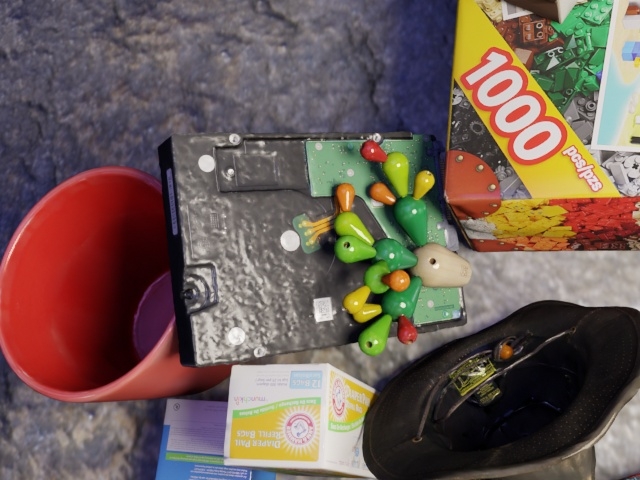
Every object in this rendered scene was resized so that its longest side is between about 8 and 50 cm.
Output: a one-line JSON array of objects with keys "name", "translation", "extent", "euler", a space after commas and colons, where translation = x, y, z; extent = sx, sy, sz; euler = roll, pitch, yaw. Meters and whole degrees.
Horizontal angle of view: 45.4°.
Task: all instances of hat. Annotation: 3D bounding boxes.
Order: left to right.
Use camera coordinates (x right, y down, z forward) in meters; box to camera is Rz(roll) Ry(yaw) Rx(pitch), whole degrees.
[{"name": "hat", "translation": [0.198, 0.190, 0.767], "extent": [0.331, 0.331, 0.134], "euler": [-27, 99, 11]}]

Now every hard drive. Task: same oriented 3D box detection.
[{"name": "hard drive", "translation": [0.000, 0.000, 0.847], "extent": [0.064, 0.338, 0.237], "euler": [-14, 82, 62]}]

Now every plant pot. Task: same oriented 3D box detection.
[{"name": "plant pot", "translation": [-0.220, 0.080, 0.957], "extent": [0.274, 0.243, 0.275], "euler": [-7, 68, 19]}]

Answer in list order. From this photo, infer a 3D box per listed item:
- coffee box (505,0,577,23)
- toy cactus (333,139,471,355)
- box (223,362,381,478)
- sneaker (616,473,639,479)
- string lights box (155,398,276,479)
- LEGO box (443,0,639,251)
[{"name": "coffee box", "translation": [0.257, -0.399, 0.793], "extent": [0.168, 0.119, 0.297], "euler": [33, 85, 28]}, {"name": "toy cactus", "translation": [0.096, 0.014, 0.814], "extent": [0.112, 0.180, 0.219], "euler": [-21, 63, 49]}, {"name": "box", "translation": [-0.011, 0.205, 0.849], "extent": [0.114, 0.203, 0.103], "euler": [-5, 69, 20]}, {"name": "sneaker", "translation": [0.308, 0.278, 0.737], "extent": [0.261, 0.125, 0.104], "euler": [-25, 65, 12]}, {"name": "string lights box", "translation": [-0.132, 0.329, 0.924], "extent": [0.133, 0.077, 0.260], "euler": [-1, 71, 22]}, {"name": "LEGO box", "translation": [0.356, -0.245, 0.874], "extent": [0.372, 0.193, 0.501], "euler": [-1, 71, 22]}]
